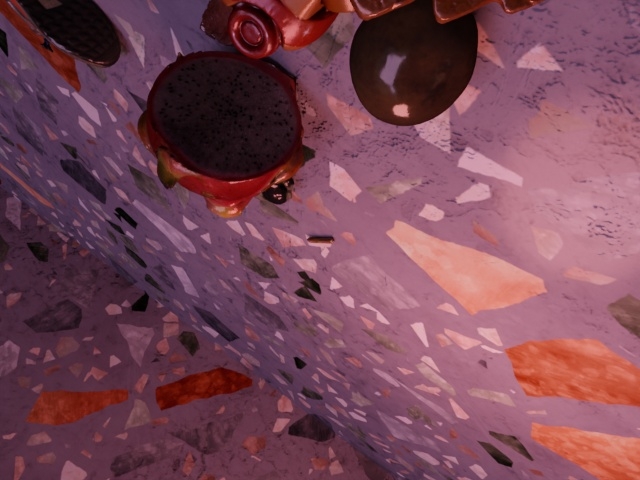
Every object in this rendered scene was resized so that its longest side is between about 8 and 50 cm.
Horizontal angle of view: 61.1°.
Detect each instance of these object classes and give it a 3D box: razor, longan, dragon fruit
[{"bbox_3d":[-0.735,-0.567,1.414,0.044,0.028,0.154,30,150,18],"label":"razor"},{"bbox_3d":[0.124,-0.244,0.725,0.167,0.167,0.187,42,147,-4],"label":"longan"},{"bbox_3d":[-0.183,-0.189,1.038,0.305,0.305,0.226,40,154,0],"label":"dragon fruit"}]

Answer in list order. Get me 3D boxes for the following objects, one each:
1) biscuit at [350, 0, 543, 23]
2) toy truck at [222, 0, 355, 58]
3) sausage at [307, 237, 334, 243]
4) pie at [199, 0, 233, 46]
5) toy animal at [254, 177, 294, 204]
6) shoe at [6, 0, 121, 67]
[{"bbox_3d":[0.164,-0.346,0.568,0.307,0.043,0.283,23,118,1],"label":"biscuit"},{"bbox_3d":[-0.041,-0.388,0.708,0.265,0.189,0.239,47,141,-14],"label":"toy truck"},{"bbox_3d":[0.000,0.000,1.356,0.100,0.015,0.015,3,134,47],"label":"sausage"},{"bbox_3d":[-0.182,-0.439,0.922,0.218,0.054,0.204,47,151,-12],"label":"pie"},{"bbox_3d":[-0.154,-0.154,1.255,0.225,0.093,0.121,20,154,30],"label":"toy animal"},{"bbox_3d":[-0.617,-0.511,1.265,0.336,0.132,0.171,42,161,-9],"label":"shoe"}]
